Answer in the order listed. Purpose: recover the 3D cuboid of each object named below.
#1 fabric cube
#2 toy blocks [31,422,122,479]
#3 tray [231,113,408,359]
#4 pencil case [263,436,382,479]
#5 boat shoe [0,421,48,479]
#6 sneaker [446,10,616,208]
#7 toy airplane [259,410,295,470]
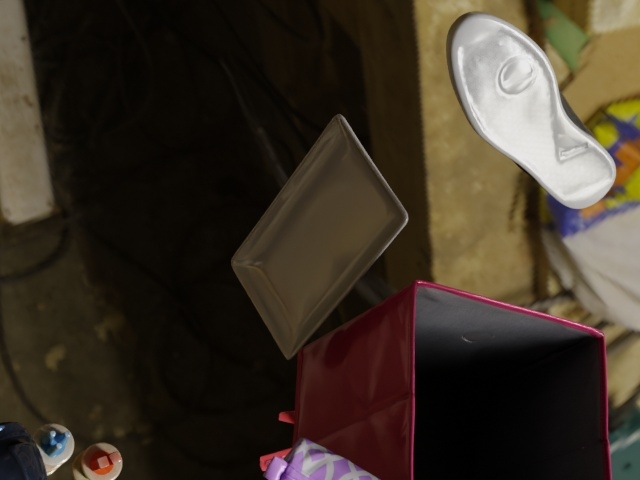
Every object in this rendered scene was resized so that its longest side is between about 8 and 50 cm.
[{"bbox_3d":[0.135,0.224,1.545,0.254,0.259,0.258,16,152,-26],"label":"fabric cube"},{"bbox_3d":[-0.301,0.265,1.755,0.123,0.054,0.148,16,158,-15],"label":"toy blocks"},{"bbox_3d":[0.000,0.000,1.546,0.030,0.145,0.270,-13,152,-42],"label":"tray"},{"bbox_3d":[0.043,0.258,1.290,0.206,0.088,0.086,27,90,6],"label":"pencil case"},{"bbox_3d":[-0.312,0.194,0.972,0.258,0.089,0.109,-12,145,-10],"label":"boat shoe"},{"bbox_3d":[0.197,-0.156,1.523,0.104,0.147,0.296,-43,130,5],"label":"sneaker"},{"bbox_3d":[-0.019,0.285,2.002,0.151,0.028,0.151,-1,131,-2],"label":"toy airplane"}]
